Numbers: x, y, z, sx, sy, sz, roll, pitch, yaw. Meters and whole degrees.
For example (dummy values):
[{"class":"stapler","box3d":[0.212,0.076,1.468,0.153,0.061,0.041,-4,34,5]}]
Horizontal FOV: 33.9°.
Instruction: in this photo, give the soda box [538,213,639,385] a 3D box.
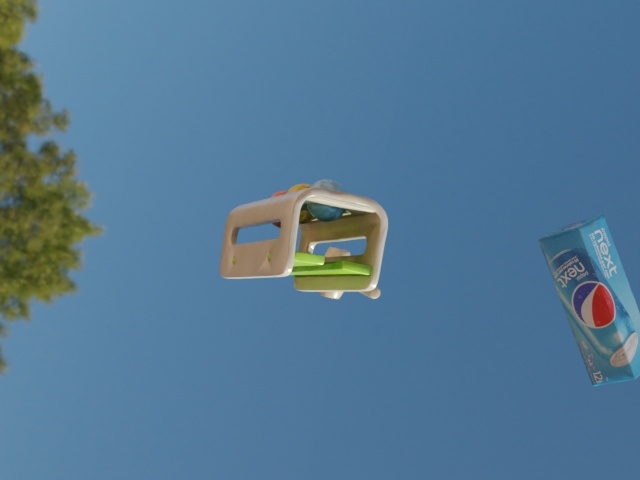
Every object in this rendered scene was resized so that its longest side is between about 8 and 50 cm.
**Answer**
[{"class":"soda box","box3d":[0.365,0.079,1.378,0.067,0.071,0.210,-20,-88,44]}]

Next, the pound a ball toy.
[{"class":"pound a ball toy","box3d":[0.000,0.000,1.409,0.319,0.208,0.135,174,-74,-69]}]
